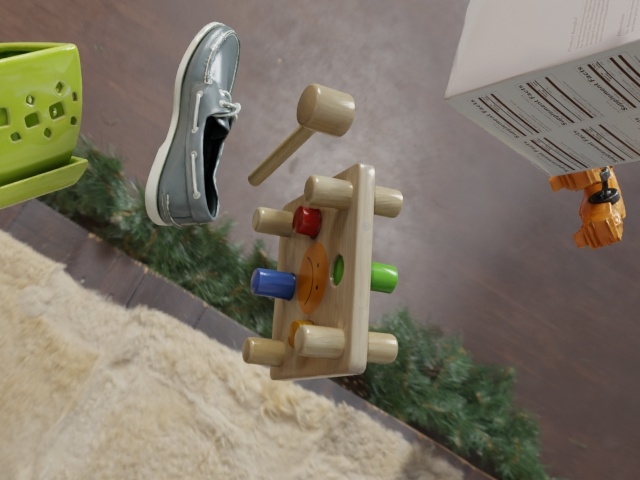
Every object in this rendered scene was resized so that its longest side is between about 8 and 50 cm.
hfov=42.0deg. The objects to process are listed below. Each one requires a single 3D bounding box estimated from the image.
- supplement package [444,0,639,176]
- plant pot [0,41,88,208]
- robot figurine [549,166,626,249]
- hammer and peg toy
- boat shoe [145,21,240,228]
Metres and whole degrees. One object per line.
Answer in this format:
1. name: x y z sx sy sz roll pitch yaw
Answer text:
1. supplement package: 0.241 -0.180 0.676 0.149 0.203 0.194 28 69 -31
2. plant pot: -0.481 -0.163 1.204 0.228 0.227 0.207 -26 119 -42
3. robot figurine: 0.426 -0.113 1.347 0.085 0.291 0.211 -20 109 23
4. hammer and peg toy: 0.000 0.000 1.097 0.127 0.266 0.361 9 75 -23
5. boat shoe: -0.156 -0.167 1.205 0.099 0.116 0.319 7 72 24
